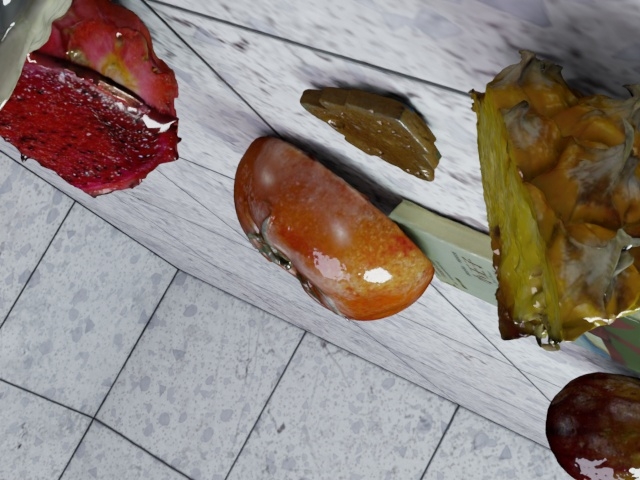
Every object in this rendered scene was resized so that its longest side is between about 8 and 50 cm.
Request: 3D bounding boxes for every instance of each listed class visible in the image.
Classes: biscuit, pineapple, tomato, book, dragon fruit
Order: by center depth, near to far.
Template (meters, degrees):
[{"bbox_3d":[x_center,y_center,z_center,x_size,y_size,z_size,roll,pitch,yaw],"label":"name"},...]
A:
[{"bbox_3d":[0.156,-0.033,0.566,0.164,0.139,0.250,-15,177,12],"label":"pineapple"},{"bbox_3d":[0.045,-0.083,0.812,0.119,0.019,0.130,31,172,-10],"label":"biscuit"},{"bbox_3d":[-0.215,-0.144,0.908,0.262,0.163,0.189,35,-156,-57],"label":"dragon fruit"},{"bbox_3d":[0.215,0.056,1.047,0.289,0.026,0.201,24,170,28],"label":"book"},{"bbox_3d":[0.000,0.000,1.099,0.237,0.095,0.237,39,174,5],"label":"tomato"}]

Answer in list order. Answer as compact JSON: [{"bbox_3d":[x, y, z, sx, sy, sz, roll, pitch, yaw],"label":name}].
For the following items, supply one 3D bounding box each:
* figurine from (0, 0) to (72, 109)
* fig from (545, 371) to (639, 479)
[{"bbox_3d":[-0.206,-0.203,0.558,0.185,0.204,0.332,30,143,0],"label":"figurine"},{"bbox_3d":[0.387,0.231,1.221,0.274,0.145,0.170,8,164,28],"label":"fig"}]
